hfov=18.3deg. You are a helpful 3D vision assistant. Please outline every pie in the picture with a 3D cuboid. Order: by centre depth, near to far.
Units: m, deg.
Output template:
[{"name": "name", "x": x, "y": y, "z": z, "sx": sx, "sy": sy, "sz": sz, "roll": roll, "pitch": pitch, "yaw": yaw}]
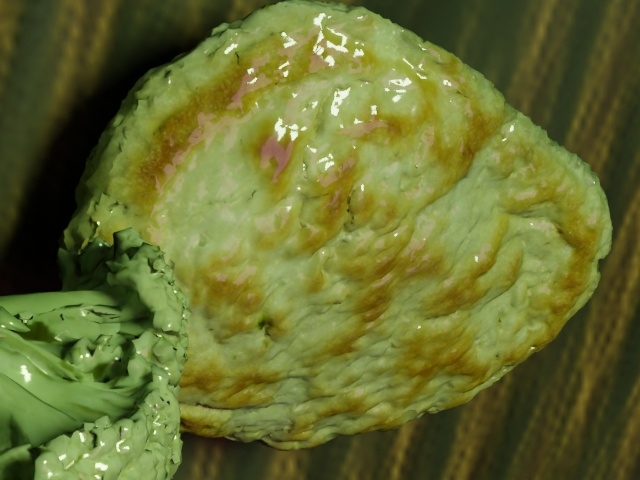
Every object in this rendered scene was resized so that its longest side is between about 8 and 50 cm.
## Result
[{"name": "pie", "x": 0.000, "y": 0.000, "z": 0.831, "sx": 0.201, "sy": 0.090, "sz": 0.248, "roll": -44, "pitch": 134, "yaw": 13}]

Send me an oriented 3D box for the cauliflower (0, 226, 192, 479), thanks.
[{"name": "cauliflower", "x": -0.198, "y": 0.034, "z": 0.660, "sx": 0.272, "sy": 0.250, "sz": 0.275, "roll": -10, "pitch": 173, "yaw": 17}]
